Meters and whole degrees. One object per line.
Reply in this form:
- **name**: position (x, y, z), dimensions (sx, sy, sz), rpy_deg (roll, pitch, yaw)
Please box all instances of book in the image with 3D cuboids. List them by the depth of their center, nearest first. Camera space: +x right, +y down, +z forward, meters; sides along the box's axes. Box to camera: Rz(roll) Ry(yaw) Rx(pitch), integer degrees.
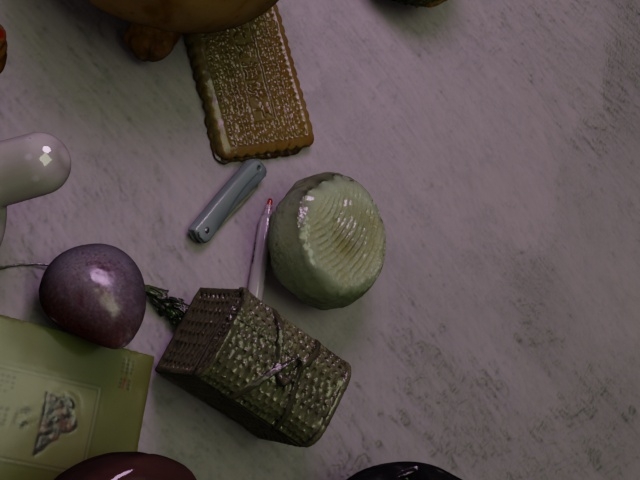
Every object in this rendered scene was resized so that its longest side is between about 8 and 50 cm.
- **book**: position (-0.378, 0.212, 1.388), dimensions (0.352, 0.035, 0.239), rpy_deg (19, 70, -31)

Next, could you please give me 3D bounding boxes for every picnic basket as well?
- **picnic basket**: position (-0.081, 0.164, 1.512), dimensions (0.196, 0.154, 0.134), rpy_deg (39, 70, -27)

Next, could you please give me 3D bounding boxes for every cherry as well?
- **cherry**: position (-0.299, 0.074, 1.422), dimensions (0.188, 0.115, 0.148), rpy_deg (-10, 75, -42)

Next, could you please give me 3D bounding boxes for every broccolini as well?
- **broccolini**: position (-0.234, 0.069, 1.537), dimensions (0.140, 0.030, 0.035), rpy_deg (30, 98, -20)

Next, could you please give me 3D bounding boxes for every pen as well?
- **pen**: position (-0.087, 0.041, 1.642), dimensions (0.026, 0.026, 0.218), rpy_deg (20, 67, -29)

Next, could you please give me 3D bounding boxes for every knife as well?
- **knife**: position (-0.128, -0.054, 1.639), dimensions (0.162, 0.023, 0.044), rpy_deg (-52, 133, -32)

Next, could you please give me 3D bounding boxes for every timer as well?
- **timer**: position (-0.422, -0.073, 1.308), dimensions (0.233, 0.240, 0.233), rpy_deg (-14, 90, -79)

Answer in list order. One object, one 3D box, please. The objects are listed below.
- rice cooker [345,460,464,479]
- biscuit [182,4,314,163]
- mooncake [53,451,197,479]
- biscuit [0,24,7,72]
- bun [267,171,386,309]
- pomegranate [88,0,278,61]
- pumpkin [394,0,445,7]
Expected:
- **rice cooker**: position (0.127, 0.423, 1.552), dimensions (0.224, 0.267, 0.267), rpy_deg (32, 62, -29)
- **biscuit**: position (-0.106, -0.242, 1.702), dimensions (0.172, 0.029, 0.254), rpy_deg (-12, 86, -37)
- **mooncake**: position (-0.207, 0.424, 1.353), dimensions (0.334, 0.174, 0.326), rpy_deg (30, 66, -26)
- **biscuit**: position (-0.531, -0.222, 1.246), dimensions (0.381, 0.074, 0.359), rpy_deg (-5, 37, -23)
- **bun**: position (0.000, 0.000, 1.655), dimensions (0.195, 0.118, 0.195), rpy_deg (11, 73, -41)
- **pomegranate**: position (-0.184, -0.420, 1.517), dimensions (0.410, 0.410, 0.410), rpy_deg (10, 72, -33)
- **pumpkin**: position (0.155, -0.463, 1.869), dimensions (0.190, 0.146, 0.190), rpy_deg (-3, 98, -23)
